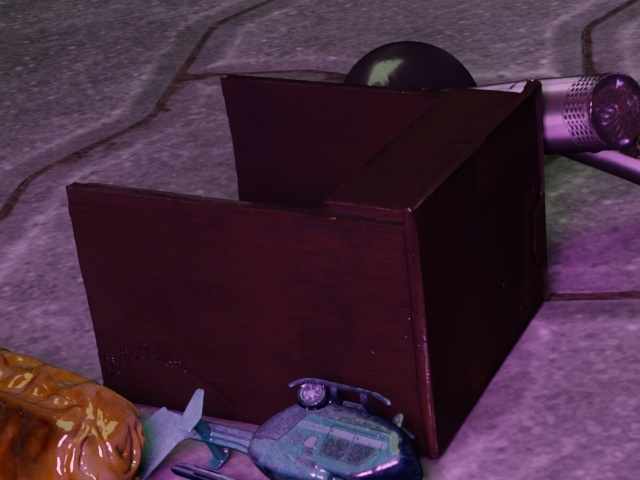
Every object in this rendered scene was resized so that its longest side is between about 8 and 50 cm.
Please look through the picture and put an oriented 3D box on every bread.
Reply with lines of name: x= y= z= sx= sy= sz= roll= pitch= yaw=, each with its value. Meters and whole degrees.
bread: x=-0.229 y=0.125 z=1.042 sx=0.269 sy=0.087 sz=0.098 roll=14 pitch=32 yaw=38

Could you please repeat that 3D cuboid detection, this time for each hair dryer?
hair dryer: x=0.208 y=-0.061 z=1.300 sx=0.320 sy=0.284 sz=0.155 roll=10 pitch=69 yaw=53

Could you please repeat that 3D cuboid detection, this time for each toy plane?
toy plane: x=-0.020 y=0.143 z=0.992 sx=0.235 sy=0.060 sz=0.096 roll=10 pitch=64 yaw=26

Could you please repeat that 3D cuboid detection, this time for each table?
table: x=0.000 y=0.000 z=1.128 sx=0.282 sy=0.196 sz=0.250 roll=7 pitch=30 yaw=27
